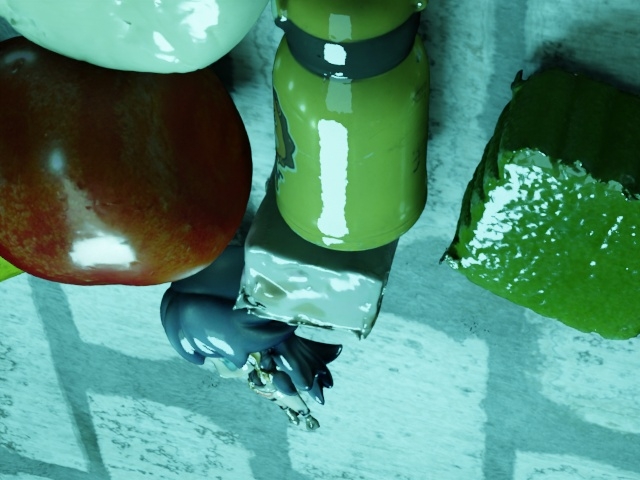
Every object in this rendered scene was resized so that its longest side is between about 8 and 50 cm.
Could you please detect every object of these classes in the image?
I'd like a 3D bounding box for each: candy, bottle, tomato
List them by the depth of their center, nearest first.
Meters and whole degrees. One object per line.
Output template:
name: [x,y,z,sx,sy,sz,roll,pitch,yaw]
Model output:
bottle: [0.030,-0.164,1.657,0.171,0.171,0.351,12,139,13]
tomato: [-0.238,-0.093,1.746,0.293,0.290,0.325,-2,175,26]
candy: [0.000,0.000,1.847,0.185,0.195,0.137,13,143,7]

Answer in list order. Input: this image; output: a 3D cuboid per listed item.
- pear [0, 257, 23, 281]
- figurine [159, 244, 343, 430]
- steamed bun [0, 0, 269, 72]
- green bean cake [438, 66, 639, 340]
pear: [-0.451,-0.064,1.944,0.375,0.287,0.287,24,146,-29]
figurine: [-0.082,0.118,2.028,0.175,0.197,0.265,-12,150,36]
steamed bun: [-0.178,-0.329,1.514,0.312,0.233,0.334,15,150,6]
green bean cake: [0.283,-0.036,1.687,0.247,0.156,0.250,21,142,0]
